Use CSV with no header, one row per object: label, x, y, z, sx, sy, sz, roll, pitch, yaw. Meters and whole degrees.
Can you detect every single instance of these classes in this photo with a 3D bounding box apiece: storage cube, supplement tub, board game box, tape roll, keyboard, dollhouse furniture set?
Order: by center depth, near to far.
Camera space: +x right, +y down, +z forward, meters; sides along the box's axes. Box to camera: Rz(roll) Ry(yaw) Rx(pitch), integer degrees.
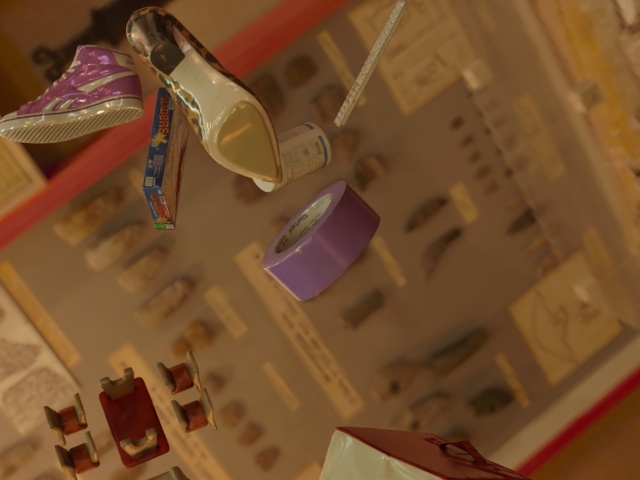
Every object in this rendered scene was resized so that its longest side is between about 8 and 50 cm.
storage cube,0.114,0.344,1.528,0.183,0.215,0.193,19,-176,41
supplement tub,-0.044,-0.120,1.792,0.071,0.107,0.071,40,144,38
tape roll,0.000,0.000,1.969,0.080,0.189,0.189,43,171,-14
dollhouse furniture set,-0.294,0.347,2.090,0.135,0.262,0.259,85,162,-59
board game box,-0.260,-0.138,2.119,0.136,0.035,0.201,84,-171,-61
keyboard,0.090,-0.325,2.292,0.014,0.256,0.072,26,-171,-16

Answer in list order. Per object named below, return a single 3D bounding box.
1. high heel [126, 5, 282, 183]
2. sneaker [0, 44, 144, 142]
high heel,-0.143,-0.190,1.609,0.261,0.093,0.186,48,-176,-31
sneaker,-0.480,-0.283,2.387,0.102,0.282,0.161,75,-178,-75
